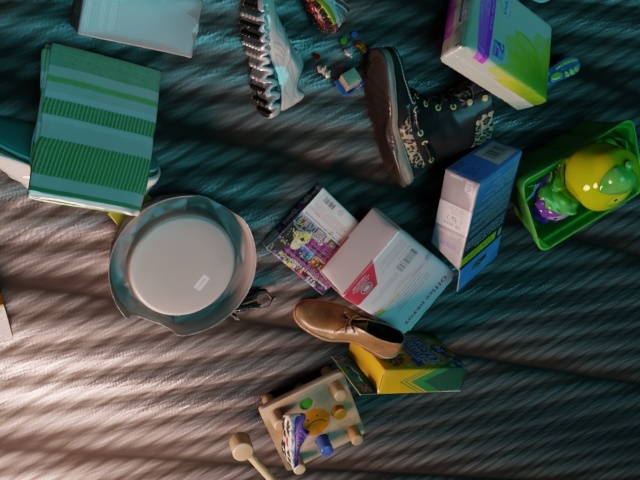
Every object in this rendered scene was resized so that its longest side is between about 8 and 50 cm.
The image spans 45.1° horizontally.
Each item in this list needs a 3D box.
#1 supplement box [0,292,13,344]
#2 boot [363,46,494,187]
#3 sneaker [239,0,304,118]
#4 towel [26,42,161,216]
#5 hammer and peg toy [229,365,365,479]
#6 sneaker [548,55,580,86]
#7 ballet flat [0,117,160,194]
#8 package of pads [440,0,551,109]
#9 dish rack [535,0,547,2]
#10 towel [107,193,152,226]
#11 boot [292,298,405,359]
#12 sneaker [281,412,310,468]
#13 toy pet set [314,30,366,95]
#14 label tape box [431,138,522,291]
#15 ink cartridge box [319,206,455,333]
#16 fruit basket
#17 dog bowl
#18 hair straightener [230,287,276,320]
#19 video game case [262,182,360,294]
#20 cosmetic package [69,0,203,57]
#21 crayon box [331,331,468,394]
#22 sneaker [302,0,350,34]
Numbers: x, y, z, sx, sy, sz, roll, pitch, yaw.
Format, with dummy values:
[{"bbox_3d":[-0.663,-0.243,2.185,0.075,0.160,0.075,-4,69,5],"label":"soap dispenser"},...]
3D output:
[{"bbox_3d":[-0.719,0.175,1.731,0.036,0.062,0.098,-14,119,-20],"label":"supplement box"},{"bbox_3d":[0.271,-0.335,1.892,0.284,0.138,0.377,-24,125,-11],"label":"boot"},{"bbox_3d":[-0.103,-0.421,1.711,0.118,0.110,0.292,-23,129,-22],"label":"sneaker"},{"bbox_3d":[-0.462,-0.224,1.581,0.248,0.038,0.324,10,77,-31],"label":"towel"},{"bbox_3d":[-0.067,0.530,2.160,0.361,0.127,0.265,-25,122,-8],"label":"hammer and peg toy"},{"bbox_3d":[0.586,-0.430,2.030,0.188,0.078,0.067,-20,91,0],"label":"sneaker"},{"bbox_3d":[-0.542,-0.150,1.628,0.400,0.139,0.139,10,109,-28],"label":"ballet flat"},{"bbox_3d":[0.430,-0.480,1.863,0.297,0.101,0.229,24,66,-31],"label":"package of pads"},{"bbox_3d":[0.514,-0.746,1.849,0.333,0.072,0.285,13,107,-30],"label":"dish rack"},{"bbox_3d":[-0.389,-0.014,1.818,0.102,0.021,0.237,-41,123,-8],"label":"towel"},{"bbox_3d":[0.078,0.216,2.020,0.305,0.115,0.112,19,67,2],"label":"boot"},{"bbox_3d":[-0.061,0.533,2.049,0.071,0.068,0.169,-8,117,-24],"label":"sneaker"},{"bbox_3d":[0.057,-0.408,1.821,0.122,0.065,0.114,-32,88,-11],"label":"toy pet set"},{"bbox_3d":[0.401,-0.068,2.031,0.241,0.106,0.333,-33,140,-43],"label":"label tape box"},{"bbox_3d":[0.180,0.085,2.022,0.226,0.131,0.306,-50,137,4],"label":"ink cartridge box"},{"bbox_3d":[0.715,-0.152,2.048,0.392,0.392,0.282,-30,122,-9],"label":"fruit basket"},{"bbox_3d":[-0.328,0.047,1.801,0.349,0.102,0.348,-10,114,-23],"label":"dog bowl"},{"bbox_3d":[-0.216,0.174,1.946,0.231,0.089,0.047,-10,135,-23],"label":"hair straightener"},{"bbox_3d":[0.000,0.000,1.986,0.210,0.042,0.232,-47,124,2],"label":"video game case"},{"bbox_3d":[-0.370,-0.461,1.565,0.238,0.107,0.127,7,110,-30],"label":"cosmetic package"},{"bbox_3d":[0.219,0.338,2.150,0.323,0.203,0.083,3,112,-26],"label":"crayon box"},{"bbox_3d":[-0.012,-0.570,1.696,0.092,0.088,0.225,-49,126,-21],"label":"sneaker"}]
